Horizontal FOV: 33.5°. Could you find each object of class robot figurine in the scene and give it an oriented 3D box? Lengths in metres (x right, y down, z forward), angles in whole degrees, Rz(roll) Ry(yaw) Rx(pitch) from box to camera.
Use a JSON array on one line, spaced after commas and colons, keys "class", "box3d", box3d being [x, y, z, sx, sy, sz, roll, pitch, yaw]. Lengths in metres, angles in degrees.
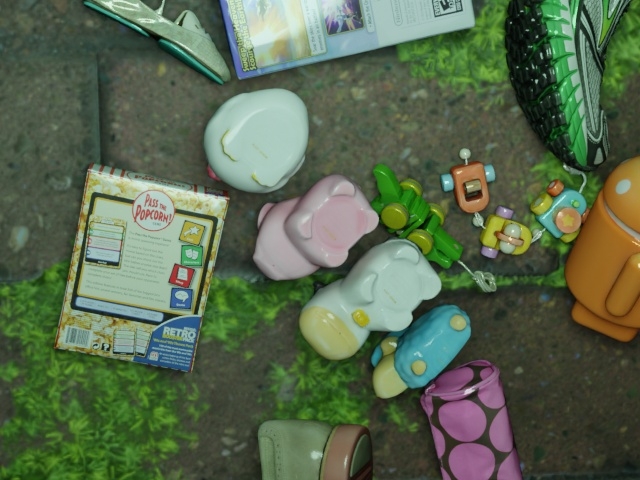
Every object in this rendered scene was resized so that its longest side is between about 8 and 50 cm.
[{"class": "robot figurine", "box3d": [0.334, 0.001, 1.104, 0.158, 0.128, 0.219, -12, 136, -30]}]

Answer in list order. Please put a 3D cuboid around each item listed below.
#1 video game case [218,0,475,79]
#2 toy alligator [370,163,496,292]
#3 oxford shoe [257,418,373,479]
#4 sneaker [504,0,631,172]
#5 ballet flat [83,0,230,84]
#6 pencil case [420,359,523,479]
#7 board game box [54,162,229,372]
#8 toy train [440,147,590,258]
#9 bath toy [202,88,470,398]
[{"class": "video game case", "box3d": [0.006, -0.315, 1.034, 0.244, 0.061, 0.270, -13, 105, -5]}, {"class": "toy alligator", "box3d": [0.109, -0.003, 1.134, 0.190, 0.056, 0.051, 46, 135, -15]}, {"class": "oxford shoe", "box3d": [-0.020, 0.353, 1.193, 0.130, 0.123, 0.348, 10, 106, 18]}, {"class": "sneaker", "box3d": [0.266, -0.236, 1.049, 0.146, 0.134, 0.344, -6, 104, -6]}, {"class": "ballet flat", "box3d": [-0.153, -0.215, 1.044, 0.168, 0.057, 0.052, 30, 89, -14]}, {"class": "pencil case", "box3d": [0.170, 0.241, 1.185, 0.098, 0.095, 0.209, -10, 104, 12]}, {"class": "board game box", "box3d": [-0.186, 0.030, 1.106, 0.146, 0.045, 0.194, 12, 102, -10]}, {"class": "toy train", "box3d": [0.216, -0.043, 1.137, 0.166, 0.046, 0.125, -9, 106, -4]}, {"class": "bath toy", "box3d": [0.000, 0.000, 1.079, 0.151, 0.129, 0.348, -39, 108, -5]}]
